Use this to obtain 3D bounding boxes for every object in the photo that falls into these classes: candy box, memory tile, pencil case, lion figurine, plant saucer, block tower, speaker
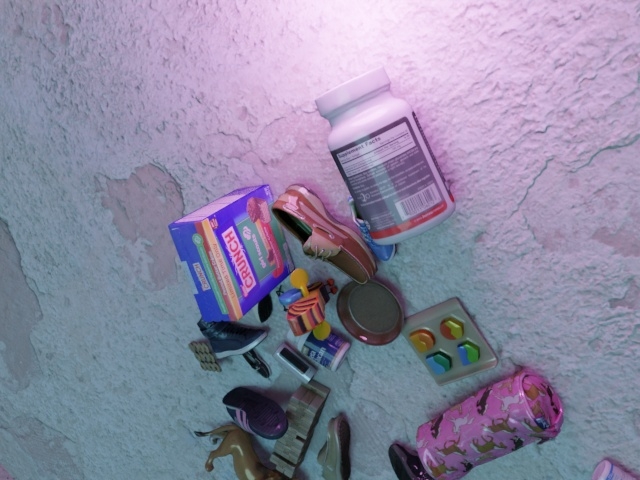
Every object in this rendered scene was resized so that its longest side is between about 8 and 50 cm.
[{"bbox_3d":[-0.219,0.024,1.606,0.122,0.317,0.268,-8,108,30],"label":"candy box"},{"bbox_3d":[-0.378,0.380,1.998,0.148,0.012,0.113,-14,106,56],"label":"memory tile"},{"bbox_3d":[0.422,0.484,1.570,0.160,0.167,0.386,28,130,-28],"label":"pencil case"},{"bbox_3d":[-0.244,0.746,2.048,0.240,0.142,0.392,-43,84,27],"label":"lion figurine"},{"bbox_3d":[0.138,0.189,1.656,0.199,0.036,0.198,12,115,27],"label":"plant saucer"},{"bbox_3d":[-0.069,0.585,1.909,0.091,0.097,0.335,26,120,15],"label":"block tower"},{"bbox_3d":[-0.076,0.370,1.842,0.136,0.055,0.055,39,124,8],"label":"speaker"}]

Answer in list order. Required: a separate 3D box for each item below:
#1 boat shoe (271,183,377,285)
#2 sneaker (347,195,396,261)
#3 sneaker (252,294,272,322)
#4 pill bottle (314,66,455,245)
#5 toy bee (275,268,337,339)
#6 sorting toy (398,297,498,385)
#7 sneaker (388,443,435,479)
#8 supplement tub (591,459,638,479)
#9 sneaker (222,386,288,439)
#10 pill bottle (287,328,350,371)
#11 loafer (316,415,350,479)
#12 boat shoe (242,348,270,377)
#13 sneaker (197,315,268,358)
[{"bbox_3d":[0.000,0.000,1.585,0.324,0.120,0.122,44,144,8],"label":"boat shoe"},{"bbox_3d":[0.122,-0.035,1.543,0.080,0.081,0.211,-21,102,31],"label":"sneaker"},{"bbox_3d":[-0.195,0.166,1.824,0.075,0.057,0.161,12,121,45],"label":"sneaker"},{"bbox_3d":[0.142,-0.190,1.388,0.210,0.210,0.362,-21,100,33],"label":"pill bottle"},{"bbox_3d":[-0.030,0.152,1.653,0.162,0.298,0.195,-25,124,-4],"label":"toy bee"},{"bbox_3d":[0.327,0.271,1.594,0.193,0.038,0.208,-30,95,34],"label":"sorting toy"},{"bbox_3d":[0.300,0.663,1.762,0.227,0.130,0.087,38,134,42],"label":"sneaker"},{"bbox_3d":[0.731,0.598,1.504,0.107,0.071,0.071,31,122,13],"label":"supplement tub"},{"bbox_3d":[-0.185,0.562,1.914,0.319,0.112,0.131,14,132,55],"label":"sneaker"},{"bbox_3d":[-0.007,0.293,1.747,0.169,0.094,0.094,29,122,14],"label":"pill bottle"},{"bbox_3d":[0.036,0.651,1.877,0.092,0.102,0.268,6,115,19],"label":"loafer"},{"bbox_3d":[-0.204,0.385,1.925,0.046,0.038,0.125,-29,96,34],"label":"boat shoe"},{"bbox_3d":[-0.280,0.269,1.886,0.226,0.086,0.163,-21,103,34],"label":"sneaker"}]
